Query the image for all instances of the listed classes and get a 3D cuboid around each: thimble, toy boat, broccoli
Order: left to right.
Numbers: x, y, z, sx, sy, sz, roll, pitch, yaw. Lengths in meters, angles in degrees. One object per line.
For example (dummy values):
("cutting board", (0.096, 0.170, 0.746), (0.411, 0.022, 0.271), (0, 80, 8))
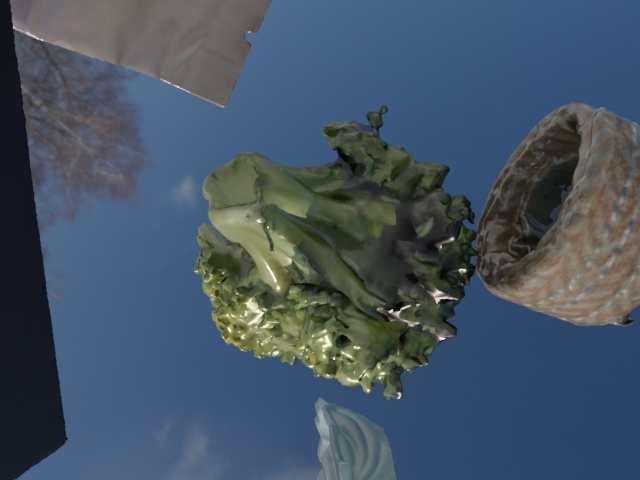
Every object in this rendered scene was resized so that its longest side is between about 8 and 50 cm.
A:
("broccoli", (-0.006, -0.007, 0.799), (0.347, 0.281, 0.293), (11, -106, 36))
("toy boat", (0.043, 0.314, 0.957), (0.100, 0.199, 0.290), (-6, 178, -2))
("thimble", (0.283, -0.025, 0.787), (0.196, 0.148, 0.229), (-122, -127, -69))

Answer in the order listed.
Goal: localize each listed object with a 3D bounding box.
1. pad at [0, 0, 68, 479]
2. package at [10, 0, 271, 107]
("pad", (-0.189, 0.032, 0.260), (0.005, 0.300, 0.202), (27, -141, 27))
("package", (-0.142, -0.233, 0.521), (0.204, 0.251, 0.062), (-60, -144, 16))
